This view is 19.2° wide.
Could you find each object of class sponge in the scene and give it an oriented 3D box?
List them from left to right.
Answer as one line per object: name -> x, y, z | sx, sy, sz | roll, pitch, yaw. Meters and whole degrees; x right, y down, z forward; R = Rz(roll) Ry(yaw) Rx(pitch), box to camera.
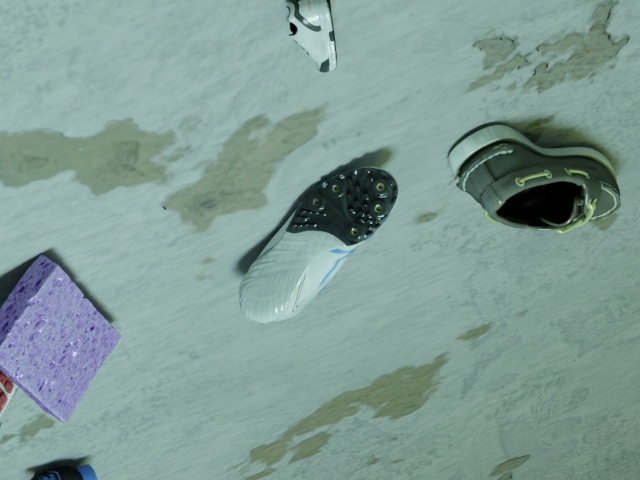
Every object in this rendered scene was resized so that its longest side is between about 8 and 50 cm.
sponge -> -0.283, 0.107, 1.996 | 0.117, 0.031, 0.210 | -57, 155, -13

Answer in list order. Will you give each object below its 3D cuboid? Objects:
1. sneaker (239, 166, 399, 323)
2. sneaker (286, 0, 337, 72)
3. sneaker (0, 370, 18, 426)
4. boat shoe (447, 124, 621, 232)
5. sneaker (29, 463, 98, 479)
sneaker -> 0.000, 0.000, 2.080 | 0.237, 0.085, 0.086 | -45, 174, 25
sneaker -> -0.008, -0.194, 1.771 | 0.043, 0.040, 0.109 | -9, 149, 2
sneaker -> -0.391, 0.189, 2.072 | 0.225, 0.088, 0.092 | -48, 171, 31
boat shoe -> 0.262, -0.054, 2.186 | 0.109, 0.091, 0.305 | -41, 150, 26
sneaker -> -0.359, 0.364, 2.397 | 0.090, 0.081, 0.232 | -3, 138, -34
